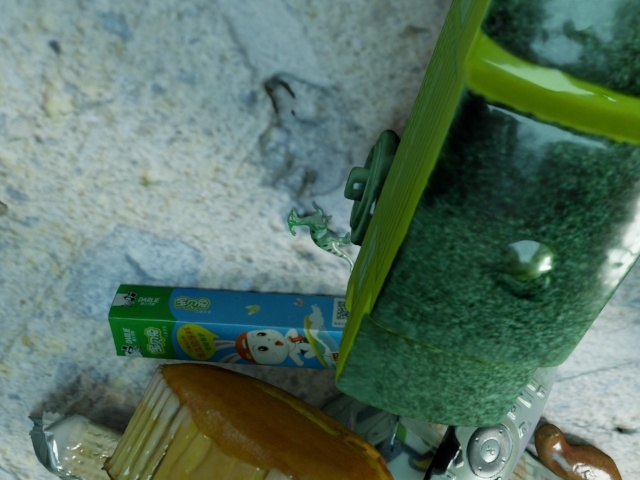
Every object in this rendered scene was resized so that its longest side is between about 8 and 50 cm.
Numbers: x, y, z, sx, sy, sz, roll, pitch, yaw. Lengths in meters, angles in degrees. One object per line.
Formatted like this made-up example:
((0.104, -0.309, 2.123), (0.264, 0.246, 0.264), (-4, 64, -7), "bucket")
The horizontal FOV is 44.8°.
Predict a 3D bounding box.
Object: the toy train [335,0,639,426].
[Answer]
((0.124, -0.067, 0.526), (0.179, 0.272, 0.442), (15, 129, -4), "toy train")

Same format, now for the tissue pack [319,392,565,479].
((0.118, 0.300, 0.918), (0.311, 0.128, 0.228), (36, 123, -22), "tissue pack")

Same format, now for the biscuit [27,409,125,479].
((-0.209, 0.288, 0.941), (0.309, 0.079, 0.186), (27, 159, -17), "biscuit")

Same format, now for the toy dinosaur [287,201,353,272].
((0.000, 0.000, 0.752), (0.062, 0.021, 0.083), (3, 126, 11), "toy dinosaur")

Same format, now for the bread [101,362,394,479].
((-0.059, 0.226, 0.762), (0.288, 0.156, 0.204), (25, 174, 37), "bread")

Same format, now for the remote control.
((0.166, 0.196, 0.792), (0.097, 0.256, 0.045), (40, 163, -22), "remote control")

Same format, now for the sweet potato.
((0.322, 0.277, 0.935), (0.202, 0.058, 0.055), (42, 164, -21), "sweet potato")

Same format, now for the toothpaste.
((-0.082, 0.092, 0.815), (0.266, 0.050, 0.065), (3, 132, 3), "toothpaste")
